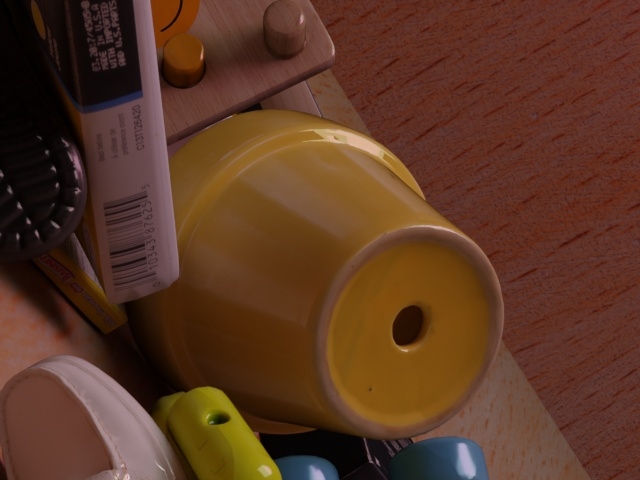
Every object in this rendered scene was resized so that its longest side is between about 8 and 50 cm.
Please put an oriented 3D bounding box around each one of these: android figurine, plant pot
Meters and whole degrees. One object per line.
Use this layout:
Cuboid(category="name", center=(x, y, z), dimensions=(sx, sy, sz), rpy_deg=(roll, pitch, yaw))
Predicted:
Cuboid(category="android figurine", center=(-0.041, 0.213, 1.128), dimensions=(0.273, 0.056, 0.248), rpy_deg=(-128, -151, -51))
Cuboid(category="plant pot", center=(0.009, 0.042, 1.442), dimensions=(0.254, 0.254, 0.239), rpy_deg=(52, -15, -30))

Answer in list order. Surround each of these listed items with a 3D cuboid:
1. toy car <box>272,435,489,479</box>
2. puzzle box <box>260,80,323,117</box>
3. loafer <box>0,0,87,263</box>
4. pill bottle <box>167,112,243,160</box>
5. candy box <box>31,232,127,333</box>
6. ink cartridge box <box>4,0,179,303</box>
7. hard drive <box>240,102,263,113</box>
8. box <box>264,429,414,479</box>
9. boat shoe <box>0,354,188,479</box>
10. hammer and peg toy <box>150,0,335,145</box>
Cuboid(category="toy car", center=(0.042, 0.298, 1.395), dimensions=(0.238, 0.210, 0.219), rpy_deg=(99, -17, -59))
Cuboid(category="puzzle box", center=(-0.001, -0.078, 1.997), dimensions=(0.409, 0.052, 0.272), rpy_deg=(63, 2, -54))
Cuboid(category="loafer", center=(-0.277, -0.143, 1.289), dimensions=(0.130, 0.134, 0.366), rpy_deg=(134, -64, -73))
Cuboid(category="pill bottle", center=(-0.112, -0.074, 1.826), dimensions=(0.117, 0.117, 0.215), rpy_deg=(59, 9, 7))
Cuboid(category="candy box", center=(-0.203, -0.024, 1.486), dimensions=(0.105, 0.027, 0.206), rpy_deg=(48, 14, -35))
Cuboid(category="ink cartridge box", center=(-0.192, -0.163, 1.346), dimensions=(0.307, 0.072, 0.303), rpy_deg=(55, -21, 39))
Cuboid(category="hard drive", center=(0.000, 0.000, 2.317), dimensions=(0.237, 0.064, 0.339), rpy_deg=(51, 11, -37))
Cuboid(category="box", center=(0.061, 0.259, 1.696), dimensions=(0.261, 0.103, 0.184), rpy_deg=(54, 8, -26))
Cuboid(category="boat shoe", center=(-0.122, 0.180, 1.048), dimensions=(0.096, 0.098, 0.277), rpy_deg=(12, 42, -56))
Cuboid(category="hammer and peg toy", center=(-0.171, -0.259, 1.678), dimensions=(0.361, 0.266, 0.127), rpy_deg=(62, -8, 15))
